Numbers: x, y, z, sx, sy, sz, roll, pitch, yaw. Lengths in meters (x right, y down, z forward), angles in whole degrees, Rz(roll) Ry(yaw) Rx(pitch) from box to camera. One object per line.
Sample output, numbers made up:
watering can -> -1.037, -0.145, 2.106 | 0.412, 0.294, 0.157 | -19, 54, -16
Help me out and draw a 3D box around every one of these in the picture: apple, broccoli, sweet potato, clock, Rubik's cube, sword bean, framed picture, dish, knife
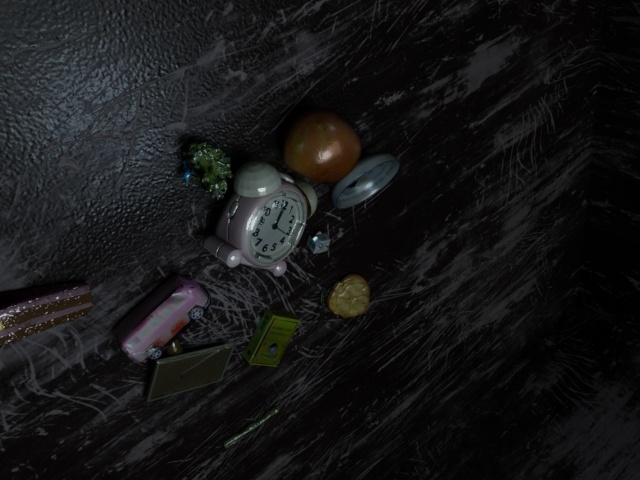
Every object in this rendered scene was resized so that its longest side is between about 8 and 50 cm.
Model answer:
apple -> 0.001, -0.288, 1.540 | 0.253, 0.253, 0.254 | -18, 124, -29
broccoli -> -0.327, -0.196, 1.393 | 0.154, 0.160, 0.167 | 11, 121, -12
sweet potato -> -0.511, 0.415, 1.666 | 0.069, 0.059, 0.250 | 9, 113, -19
clock -> -0.176, -0.072, 1.544 | 0.342, 0.184, 0.326 | 15, 105, -60
Rubik's cube -> -0.003, -0.001, 1.799 | 0.084, 0.075, 0.073 | -29, 146, -40
sword bean -> -0.290, 0.792, 2.058 | 0.269, 0.038, 0.043 | -30, 154, -20
framed picture -> -0.455, 0.463, 1.708 | 0.289, 0.020, 0.211 | -5, 133, -39
dish -> 0.134, -0.244, 1.733 | 0.273, 0.134, 0.273 | -30, 163, -10
knife -> 0.008, 0.287, 2.008 | 0.045, 0.021, 0.222 | -6, 118, -32

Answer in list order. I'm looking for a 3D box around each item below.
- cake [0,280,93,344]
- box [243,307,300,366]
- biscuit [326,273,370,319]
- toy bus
cake -> -0.771, 0.193, 1.317 | 0.295, 0.112, 0.116 | -13, 123, -38
box -> -0.189, 0.380, 1.883 | 0.141, 0.064, 0.220 | 21, 102, -43
biscuit -> 0.127, 0.246, 2.065 | 0.203, 0.041, 0.260 | -52, 134, -6
toy bus -> -0.496, 0.243, 1.529 | 0.302, 0.127, 0.147 | -45, 129, -8
